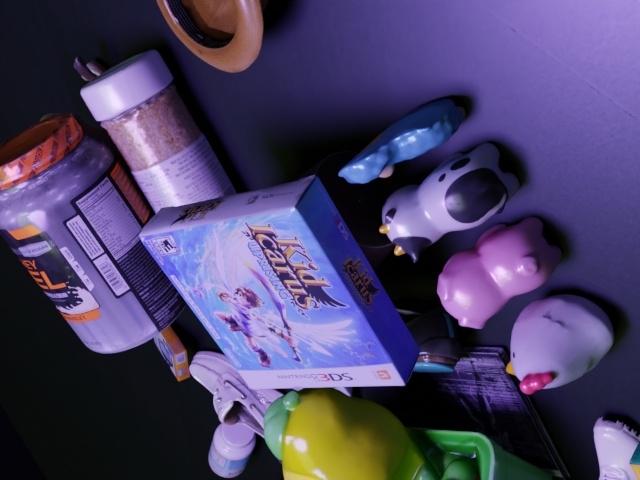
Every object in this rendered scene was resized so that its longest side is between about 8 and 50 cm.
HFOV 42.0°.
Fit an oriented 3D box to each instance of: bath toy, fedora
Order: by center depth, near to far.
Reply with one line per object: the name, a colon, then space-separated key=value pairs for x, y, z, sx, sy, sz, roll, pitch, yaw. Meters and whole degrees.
bath toy: x=0.170 y=0.026 z=0.899 sx=0.348 sy=0.129 sz=0.151 roll=52 pitch=145 yaw=-7
fedora: x=-0.113 y=-0.284 z=0.938 sx=0.194 sy=0.079 sz=0.194 roll=35 pitch=149 yaw=25

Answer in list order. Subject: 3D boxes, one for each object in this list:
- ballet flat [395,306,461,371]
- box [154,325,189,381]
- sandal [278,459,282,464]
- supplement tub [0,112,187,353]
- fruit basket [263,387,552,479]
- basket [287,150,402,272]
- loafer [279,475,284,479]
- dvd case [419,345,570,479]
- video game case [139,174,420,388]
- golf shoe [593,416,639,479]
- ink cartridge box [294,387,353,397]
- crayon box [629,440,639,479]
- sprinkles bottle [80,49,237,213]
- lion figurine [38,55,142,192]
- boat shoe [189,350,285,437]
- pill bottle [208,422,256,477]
ballet flat: x=0.081 y=0.146 z=1.152 sx=0.095 sy=0.096 sz=0.280 roll=20 pitch=154 yaw=-41
box: x=-0.300 y=0.202 z=1.638 sx=0.136 sy=0.028 sz=0.081 roll=45 pitch=147 yaw=39
sandal: x=0.017 y=0.394 z=1.472 sx=0.255 sy=0.097 sz=0.054 roll=9 pitch=104 yaw=42
supplement tub: x=-0.334 y=-0.010 z=1.192 sx=0.194 sy=0.193 sz=0.316 roll=2 pitch=130 yaw=46
fruit basket: x=0.077 y=0.349 z=1.108 sx=0.392 sy=0.282 sz=0.392 roll=6 pitch=166 yaw=1
basket: x=0.000 y=0.000 z=1.044 sx=0.204 sy=0.154 sz=0.227 roll=44 pitch=142 yaw=-3
loafer: x=-0.056 y=0.521 z=1.678 sx=0.078 sy=0.080 sz=0.220 roll=46 pitch=146 yaw=3
dvd case: x=0.227 y=0.233 z=1.140 sx=0.165 sy=0.018 sz=0.221 roll=-7 pitch=119 yaw=51
video game case: x=-0.048 y=0.064 z=0.982 sx=0.244 sy=0.061 sz=0.269 roll=-10 pitch=124 yaw=36
golf shoe: x=0.363 y=0.296 z=0.997 sx=0.069 sy=0.086 sz=0.176 roll=-3 pitch=120 yaw=51
ink cartridge box: x=-0.024 y=0.192 z=1.362 sx=0.189 sy=0.066 sz=0.232 roll=17 pitch=157 yaw=36
crayon box: x=0.476 y=0.322 z=0.903 sx=0.165 sy=0.081 sz=0.278 roll=-11 pitch=116 yaw=51
sprinkles bottle: x=-0.197 y=-0.087 z=1.188 sx=0.121 sy=0.121 sz=0.355 roll=-3 pitch=122 yaw=49
lion figurine: x=-0.330 y=-0.090 z=1.320 sx=0.240 sy=0.142 sz=0.392 roll=37 pitch=141 yaw=3
boat shoe: x=-0.156 y=0.296 z=1.549 sx=0.277 sy=0.096 sz=0.098 roll=23 pitch=142 yaw=33
pill bottle: x=-0.179 y=0.417 z=1.704 sx=0.087 sy=0.087 sz=0.160 roll=39 pitch=144 yaw=13
